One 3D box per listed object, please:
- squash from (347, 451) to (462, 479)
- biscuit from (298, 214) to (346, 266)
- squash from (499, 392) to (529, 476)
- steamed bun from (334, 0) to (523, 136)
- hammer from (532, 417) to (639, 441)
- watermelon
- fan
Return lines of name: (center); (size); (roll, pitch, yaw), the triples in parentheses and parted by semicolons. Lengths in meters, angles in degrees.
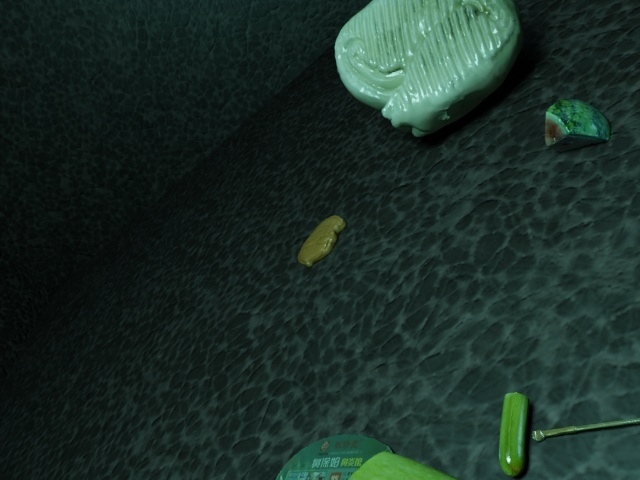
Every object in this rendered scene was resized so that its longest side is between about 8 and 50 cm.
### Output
squash: (0.143, 0.323, 0.444); (0.308, 0.210, 0.234); (14, 57, 30)
biscuit: (0.000, 0.000, 1.201); (0.102, 0.019, 0.130); (-2, 50, 58)
squash: (0.196, 0.198, 0.588); (0.027, 0.027, 0.083); (-21, 35, 42)
steamed bun: (0.226, -0.357, 1.144); (0.324, 0.219, 0.310); (-45, 62, 11)
hammer: (0.257, 0.175, 0.545); (0.123, 0.014, 0.029); (-26, 23, 39)
watermelon: (0.373, -0.162, 0.840); (0.084, 0.072, 0.092); (-40, 62, -15)
fan: (-0.025, 0.358, 0.705); (0.294, 0.012, 0.223); (-51, 25, -14)
